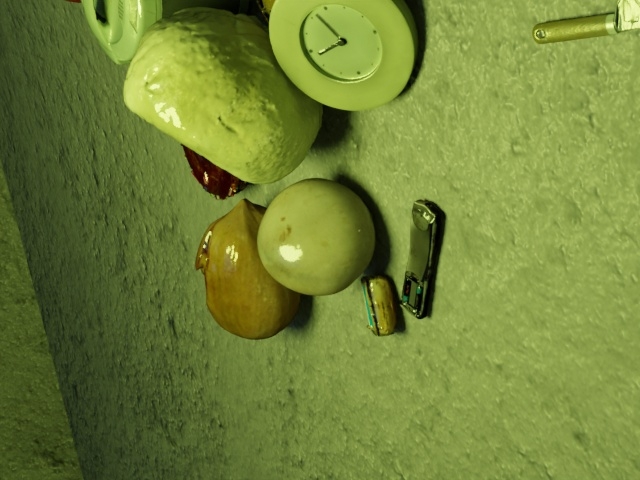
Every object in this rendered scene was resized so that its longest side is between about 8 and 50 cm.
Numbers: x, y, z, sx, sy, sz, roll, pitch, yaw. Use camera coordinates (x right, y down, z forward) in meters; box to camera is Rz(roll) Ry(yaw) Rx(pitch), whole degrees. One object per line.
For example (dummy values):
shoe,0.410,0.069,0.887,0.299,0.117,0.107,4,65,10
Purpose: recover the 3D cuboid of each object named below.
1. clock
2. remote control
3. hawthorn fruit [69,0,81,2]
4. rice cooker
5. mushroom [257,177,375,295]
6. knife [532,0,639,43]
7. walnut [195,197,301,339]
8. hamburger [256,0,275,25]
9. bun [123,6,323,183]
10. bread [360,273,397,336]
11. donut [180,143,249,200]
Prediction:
clock,0.034,-0.301,1.570,0.235,0.029,0.235,14,133,16
remote control,0.160,0.032,1.674,0.059,0.028,0.212,40,138,42
hawthorn fruit,-0.510,-0.633,2.143,0.311,0.295,0.295,-141,40,-67
rice cooker,-0.294,-0.468,1.878,0.288,0.277,0.288,37,138,44
mushroom,0.000,0.000,1.792,0.204,0.204,0.204,35,134,45
knife,0.353,-0.262,1.210,0.298,0.017,0.047,8,107,57
walnut,-0.130,0.050,2.002,0.203,0.203,0.298,33,132,46
hamburger,-0.030,-0.401,1.651,0.177,0.113,0.185,-13,96,60
bun,-0.150,-0.257,1.730,0.227,0.352,0.349,-58,39,14
bread,0.102,0.112,1.792,0.072,0.053,0.106,-158,54,-81
donut,-0.197,-0.196,2.058,0.235,0.089,0.235,33,133,45
